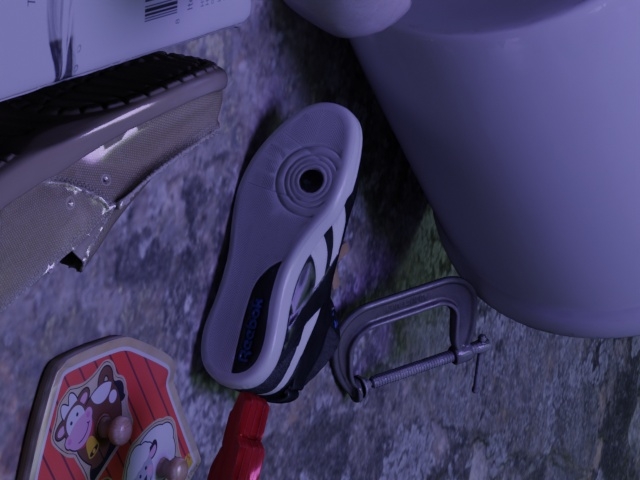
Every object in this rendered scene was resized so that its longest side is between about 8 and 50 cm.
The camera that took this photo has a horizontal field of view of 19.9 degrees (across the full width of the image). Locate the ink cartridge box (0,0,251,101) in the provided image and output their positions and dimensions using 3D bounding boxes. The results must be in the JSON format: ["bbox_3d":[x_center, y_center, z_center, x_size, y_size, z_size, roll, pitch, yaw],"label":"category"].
[{"bbox_3d":[-0.163,-0.197,0.901,0.307,0.129,0.223,-29,124,-58],"label":"ink cartridge box"}]

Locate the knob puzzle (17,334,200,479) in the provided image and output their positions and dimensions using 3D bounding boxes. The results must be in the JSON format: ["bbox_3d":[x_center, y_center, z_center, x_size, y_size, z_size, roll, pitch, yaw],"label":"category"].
[{"bbox_3d":[-0.135,0.148,1.184,0.213,0.030,0.213,-31,126,-57],"label":"knob puzzle"}]

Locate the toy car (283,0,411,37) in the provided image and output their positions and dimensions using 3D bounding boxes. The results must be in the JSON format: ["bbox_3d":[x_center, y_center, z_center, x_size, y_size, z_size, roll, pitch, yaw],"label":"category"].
[{"bbox_3d":[-0.004,-0.199,0.893,0.136,0.182,0.159,34,87,-44],"label":"toy car"}]

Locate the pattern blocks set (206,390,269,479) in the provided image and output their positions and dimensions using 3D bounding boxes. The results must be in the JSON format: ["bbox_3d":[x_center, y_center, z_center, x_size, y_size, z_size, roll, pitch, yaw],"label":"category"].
[{"bbox_3d":[-0.101,0.282,1.129,0.325,0.026,0.285,-84,-163,-46],"label":"pattern blocks set"}]

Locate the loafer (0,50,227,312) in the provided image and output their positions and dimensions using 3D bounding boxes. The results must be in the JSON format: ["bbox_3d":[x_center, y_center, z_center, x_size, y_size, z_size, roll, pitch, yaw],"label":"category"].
[{"bbox_3d":[-0.151,-0.035,1.026,0.268,0.102,0.092,-33,130,-44],"label":"loafer"}]

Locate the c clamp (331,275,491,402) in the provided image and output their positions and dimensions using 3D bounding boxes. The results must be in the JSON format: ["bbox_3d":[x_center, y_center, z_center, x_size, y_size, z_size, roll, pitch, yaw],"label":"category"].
[{"bbox_3d":[0.078,0.094,1.525,0.161,0.022,0.137,-12,128,-26],"label":"c clamp"}]

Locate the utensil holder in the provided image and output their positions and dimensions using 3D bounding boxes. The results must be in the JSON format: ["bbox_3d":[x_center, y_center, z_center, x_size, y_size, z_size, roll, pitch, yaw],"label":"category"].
[{"bbox_3d":[0.194,-0.154,1.421,0.327,0.328,0.385,-68,149,-25],"label":"utensil holder"}]

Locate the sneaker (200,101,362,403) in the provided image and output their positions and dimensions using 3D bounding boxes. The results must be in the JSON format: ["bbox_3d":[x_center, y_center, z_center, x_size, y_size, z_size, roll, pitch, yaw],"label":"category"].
[{"bbox_3d":[-0.016,0.013,1.338,0.217,0.079,0.121,-68,155,-7],"label":"sneaker"}]

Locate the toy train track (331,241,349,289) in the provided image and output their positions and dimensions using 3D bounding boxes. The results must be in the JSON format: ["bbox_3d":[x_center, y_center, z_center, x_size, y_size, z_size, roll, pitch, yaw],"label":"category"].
[{"bbox_3d":[0.000,0.000,1.426,0.048,0.014,0.083,-40,128,-43],"label":"toy train track"}]
